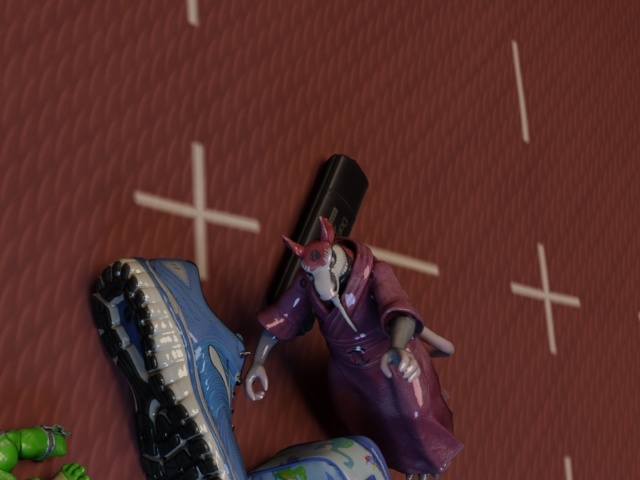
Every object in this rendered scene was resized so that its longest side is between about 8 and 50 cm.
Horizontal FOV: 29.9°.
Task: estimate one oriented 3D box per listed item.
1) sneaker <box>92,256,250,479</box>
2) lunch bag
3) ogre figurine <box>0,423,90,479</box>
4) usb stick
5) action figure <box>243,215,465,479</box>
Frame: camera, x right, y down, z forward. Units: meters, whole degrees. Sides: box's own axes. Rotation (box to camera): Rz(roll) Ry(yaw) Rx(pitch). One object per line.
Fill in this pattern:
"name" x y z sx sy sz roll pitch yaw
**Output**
"sneaker" -0.126 0.166 1.316 0.147 0.130 0.330 -14 84 -45
"lunch bag" 0.023 0.336 1.361 0.090 0.176 0.219 -25 92 -49
"ogre figurine" -0.292 0.263 1.142 0.118 0.097 0.197 39 63 -51
"usb stick" 0.000 0.000 1.570 0.077 0.045 0.278 49 45 -32
"action figure" 0.067 0.103 1.391 0.276 0.248 0.370 -56 136 -39
